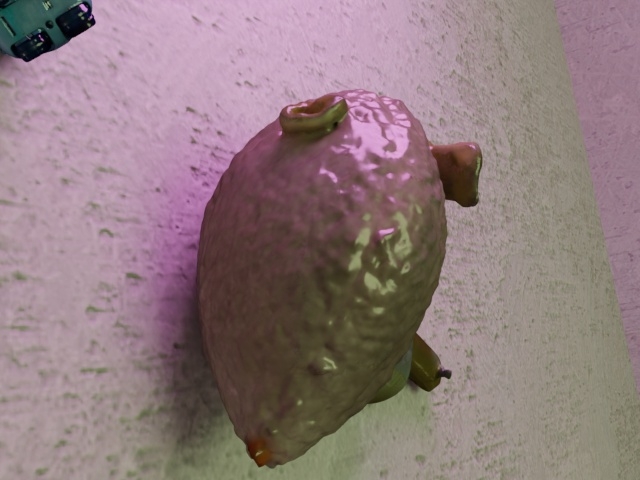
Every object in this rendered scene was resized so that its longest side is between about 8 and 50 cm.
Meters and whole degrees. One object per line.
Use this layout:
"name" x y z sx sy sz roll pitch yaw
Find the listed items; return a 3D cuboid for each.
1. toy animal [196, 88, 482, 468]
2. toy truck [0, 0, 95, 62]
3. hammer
"toy animal" -0.001 0.006 0.614 0.188 0.226 0.358 23 53 -21
"toy truck" -0.201 -0.163 0.528 0.073 0.090 0.056 -35 115 -10
"hammer" 0.083 0.112 0.847 0.305 0.113 0.201 48 43 -51
